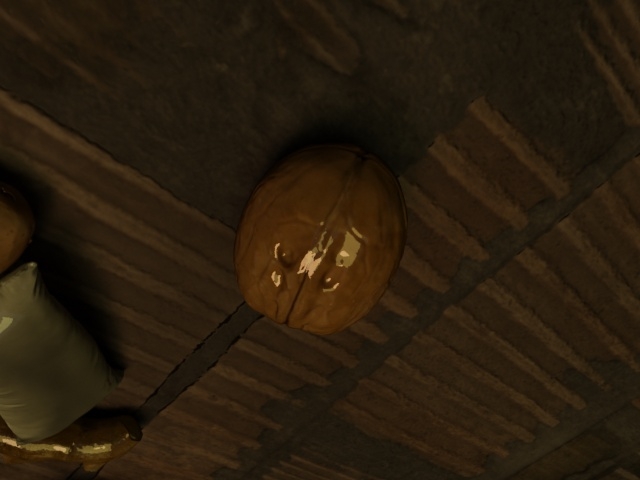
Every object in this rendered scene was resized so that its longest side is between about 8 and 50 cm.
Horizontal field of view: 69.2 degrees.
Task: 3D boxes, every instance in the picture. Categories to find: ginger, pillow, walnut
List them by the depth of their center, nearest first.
[{"bbox_3d":[0.000,0.000,0.465,0.165,0.165,0.197,17,126,-20],"label":"walnut"},{"bbox_3d":[-0.323,0.137,0.507,0.144,0.078,0.254,-26,144,-19],"label":"pillow"},{"bbox_3d":[-0.388,0.245,0.611,0.299,0.065,0.118,19,100,-22],"label":"ginger"}]

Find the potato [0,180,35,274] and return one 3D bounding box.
[{"bbox_3d":[-0.364,0.001,0.429,0.178,0.109,0.118,-31,140,-9],"label":"potato"}]
